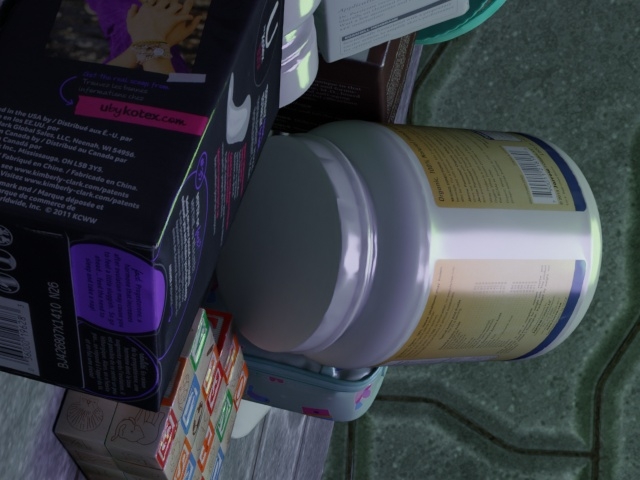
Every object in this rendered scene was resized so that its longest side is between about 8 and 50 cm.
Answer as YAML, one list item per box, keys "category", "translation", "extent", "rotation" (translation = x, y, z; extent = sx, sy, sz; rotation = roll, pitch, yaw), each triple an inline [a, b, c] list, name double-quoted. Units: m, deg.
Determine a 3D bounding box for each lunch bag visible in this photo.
- category: "lunch bag"
  translation: [-0.006, 0.042, 1.705]
  extent: [0.108, 0.224, 0.279]
  rotation: [92, 14, -56]

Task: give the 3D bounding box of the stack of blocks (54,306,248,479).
- category: "stack of blocks"
  translation: [-0.138, 0.138, 1.418]
  extent: [0.297, 0.087, 0.171]
  rotation: [83, 21, -68]

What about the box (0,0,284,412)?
- category: "box"
  translation: [-0.124, -0.059, 0.991]
  extent: [0.165, 0.143, 0.270]
  rotation: [96, 10, -50]

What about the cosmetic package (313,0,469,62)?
- category: "cosmetic package"
  translation: [0.019, -0.303, 1.288]
  extent: [0.224, 0.138, 0.224]
  rotation: [86, -18, -67]

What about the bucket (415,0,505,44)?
- category: "bucket"
  translation: [0.102, -0.352, 1.722]
  extent: [0.183, 0.281, 0.281]
  rotation: [-56, 158, -55]

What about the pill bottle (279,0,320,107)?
- category: "pill bottle"
  translation: [-0.063, -0.205, 1.120]
  extent: [0.229, 0.131, 0.131]
  rotation: [81, 21, -45]

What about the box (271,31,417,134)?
- category: "box"
  translation: [0.001, -0.210, 1.550]
  extent: [0.203, 0.167, 0.168]
  rotation: [81, 23, -69]

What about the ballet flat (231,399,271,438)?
- category: "ballet flat"
  translation: [-0.020, 0.035, 1.838]
  extent: [0.139, 0.139, 0.400]
  rotation: [87, 20, -63]

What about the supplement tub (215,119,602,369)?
- category: "supplement tub"
  translation: [0.082, 0.004, 1.520]
  extent: [0.316, 0.228, 0.228]
  rotation: [1, 106, -38]
